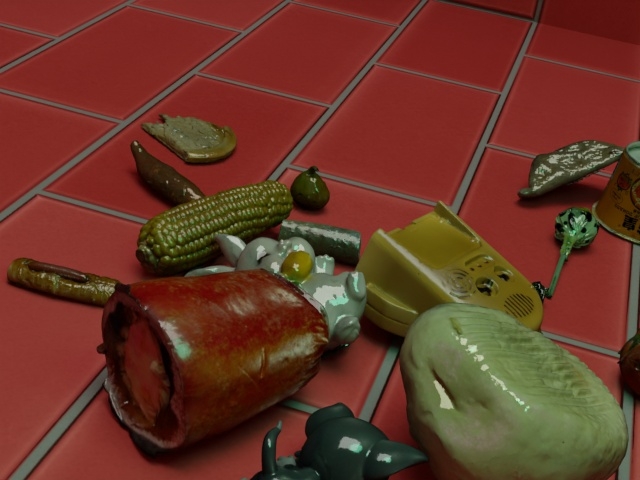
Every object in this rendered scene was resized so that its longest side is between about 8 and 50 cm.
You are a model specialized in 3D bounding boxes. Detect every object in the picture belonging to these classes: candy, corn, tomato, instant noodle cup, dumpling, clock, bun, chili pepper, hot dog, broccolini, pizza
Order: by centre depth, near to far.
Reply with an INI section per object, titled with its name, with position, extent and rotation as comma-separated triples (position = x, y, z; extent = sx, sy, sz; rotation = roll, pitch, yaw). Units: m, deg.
[bun]
position = 0.257, 0.245, 1.453
extent = 0.361, 0.213, 0.361
rotation = 30, 22, -13
[chili pepper]
position = -0.166, 0.164, 1.522
extent = 0.251, 0.229, 0.305
rotation = 28, 24, 35
[tomato]
position = 0.599, 0.199, 1.711
extent = 0.167, 0.167, 0.167
rotation = 7, 30, -4
[clock]
position = 0.233, 0.107, 1.741
extent = 0.317, 0.200, 0.244
rotation = 38, 42, 28
[hot dog]
position = -0.439, 0.069, 1.743
extent = 0.215, 0.047, 0.066
rotation = 14, 33, 8
[broccolini]
position = 0.392, 0.147, 1.858
extent = 0.042, 0.044, 0.218
rotation = 25, 35, -2
[corn]
position = -0.197, -0.032, 1.906
extent = 0.120, 0.120, 0.363
rotation = 29, 38, 31
[candy]
position = 0.506, 0.029, 2.066
extent = 0.091, 0.083, 0.305
rotation = 13, 37, 17
[instant noodle cup]
position = 0.733, -0.109, 2.251
extent = 0.215, 0.172, 0.216
rotation = 7, 31, -5
[pizza]
position = -0.302, -0.249, 2.346
extent = 0.262, 0.034, 0.181
rotation = 31, 37, 34
[dumpling]
position = 0.588, -0.182, 2.355
extent = 0.332, 0.086, 0.166
rotation = -19, 7, -8

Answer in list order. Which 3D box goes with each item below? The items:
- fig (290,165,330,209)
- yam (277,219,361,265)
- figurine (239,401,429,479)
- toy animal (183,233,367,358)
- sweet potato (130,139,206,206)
[fig]
position = -0.022, -0.115, 2.129
extent = 0.082, 0.098, 0.084
rotation = 0, 19, -12
[yam]
position = 0.000, 0.000, 1.966
extent = 0.169, 0.068, 0.068
rotation = 13, 30, 5
[figurine]
position = -0.019, 0.306, 1.367
extent = 0.265, 0.140, 0.193
rotation = 7, 9, -33
[toy animal]
position = -0.065, 0.083, 1.721
extent = 0.325, 0.154, 0.208
rotation = 8, 39, 23
[sweet potato]
position = -0.303, -0.110, 2.076
extent = 0.072, 0.066, 0.314
rotation = -25, 46, -34
